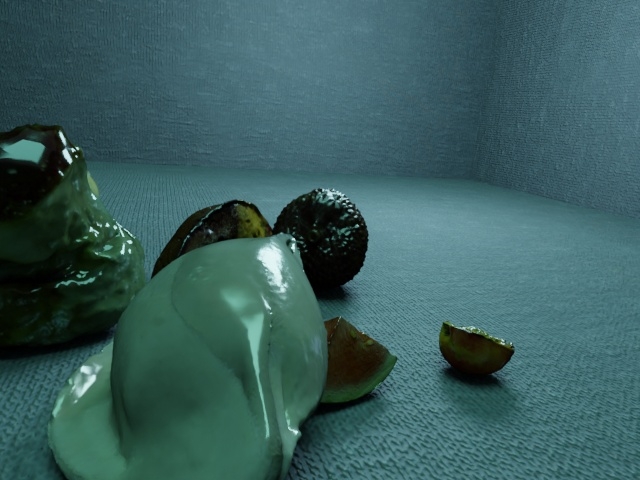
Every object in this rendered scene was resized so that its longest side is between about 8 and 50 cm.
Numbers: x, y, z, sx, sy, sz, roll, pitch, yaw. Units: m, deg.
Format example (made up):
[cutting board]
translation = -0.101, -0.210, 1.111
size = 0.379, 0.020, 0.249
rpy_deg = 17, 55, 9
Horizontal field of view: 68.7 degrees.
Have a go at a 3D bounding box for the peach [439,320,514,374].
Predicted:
[peach]
translation = 0.199, 0.144, 0.614
size = 0.098, 0.062, 0.098
rpy_deg = 22, -2, 1

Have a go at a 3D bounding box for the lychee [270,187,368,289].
[lychee]
translation = -0.001, 0.003, 0.871
size = 0.194, 0.195, 0.194
rpy_deg = 5, 14, -1

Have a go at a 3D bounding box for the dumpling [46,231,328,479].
[dumpling]
translation = -0.121, 0.113, 0.456
size = 0.259, 0.181, 0.341
rpy_deg = -20, 48, 7

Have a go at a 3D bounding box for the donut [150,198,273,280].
[donut]
translation = -0.202, 0.001, 0.874
size = 0.112, 0.152, 0.295
rpy_deg = 2, 12, 30

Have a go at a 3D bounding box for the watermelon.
[watermelon]
translation = 0.015, 0.132, 0.533
size = 0.125, 0.094, 0.135
rpy_deg = 20, 25, 19

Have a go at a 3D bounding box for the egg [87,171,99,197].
[egg]
translation = -0.642, -0.118, 1.146
size = 0.201, 0.165, 0.164
rpy_deg = 11, 15, 10

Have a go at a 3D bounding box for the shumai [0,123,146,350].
[shumai]
translation = -0.391, -0.039, 0.606
size = 0.309, 0.264, 0.304
rpy_deg = -10, 42, -34
